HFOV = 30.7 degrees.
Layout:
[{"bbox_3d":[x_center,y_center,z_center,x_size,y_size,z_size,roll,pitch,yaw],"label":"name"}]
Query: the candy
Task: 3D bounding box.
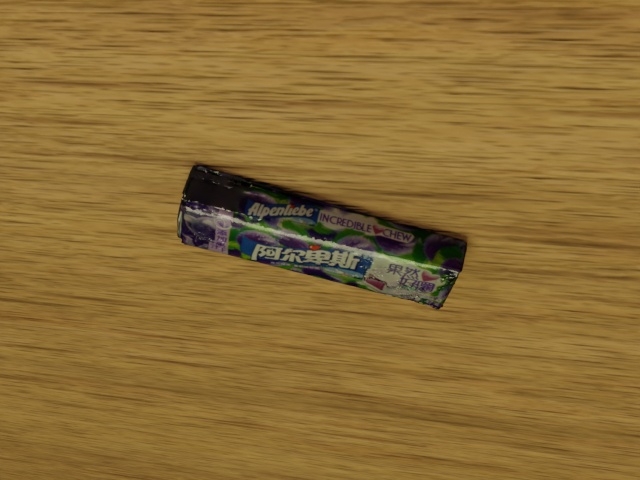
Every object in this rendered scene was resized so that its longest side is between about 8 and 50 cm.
[{"bbox_3d":[0.000,0.000,1.266,0.313,0.061,0.088,15,149,0],"label":"candy"}]
